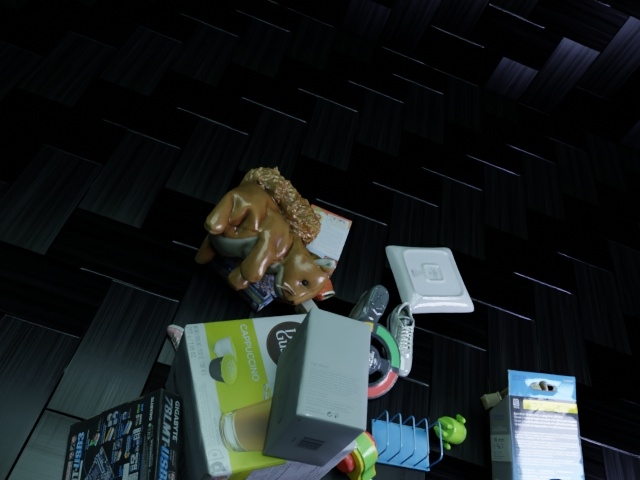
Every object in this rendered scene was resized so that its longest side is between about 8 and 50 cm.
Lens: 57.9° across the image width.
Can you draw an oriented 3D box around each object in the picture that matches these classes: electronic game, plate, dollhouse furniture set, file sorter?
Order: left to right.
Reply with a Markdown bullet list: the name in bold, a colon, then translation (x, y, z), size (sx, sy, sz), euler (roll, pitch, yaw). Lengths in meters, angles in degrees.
- **electronic game**: translation (0.133, 0.348, 1.697), size (0.229, 0.048, 0.230), euler (6, 74, -20)
- **file sorter**: translation (0.236, 0.546, 1.588), size (0.170, 0.104, 0.118), euler (14, 48, -11)
- **plate**: translation (0.389, 0.125, 2.036), size (0.277, 0.045, 0.277), euler (2, 53, -21)
- **dollhouse furniture set**: translation (0.619, 0.523, 1.771), size (0.181, 0.101, 0.161), euler (-3, 54, -25)

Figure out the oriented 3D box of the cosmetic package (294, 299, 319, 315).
- **cosmetic package**: translation (-0.027, 0.232, 1.762), size (0.041, 0.060, 0.115), euler (-23, 63, -34)

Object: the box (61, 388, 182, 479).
- **box**: translation (-0.433, 0.501, 1.233), size (0.073, 0.293, 0.296), euler (41, 32, -43)

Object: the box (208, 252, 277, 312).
- **box**: translation (-0.219, 0.094, 1.801), size (0.233, 0.044, 0.159), euler (43, 50, 13)

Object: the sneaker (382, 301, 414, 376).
- **sneaker**: translation (0.251, 0.304, 1.798), size (0.090, 0.095, 0.235), euler (13, 52, -16)

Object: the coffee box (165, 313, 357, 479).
- **coffee box**: translation (-0.160, 0.407, 1.372), size (0.334, 0.338, 0.338), euler (-1, 54, -25)

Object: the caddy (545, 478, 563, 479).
- **caddy**: translation (0.495, 0.730, 1.419), size (0.341, 0.241, 0.179), euler (-39, 77, -4)

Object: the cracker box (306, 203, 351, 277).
- **cracker box**: translation (0.000, 0.000, 1.956), size (0.155, 0.067, 0.232), euler (24, 47, -1)

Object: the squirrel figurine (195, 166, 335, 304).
- **squirrel figurine**: translation (-0.118, -0.011, 1.710), size (0.370, 0.281, 0.397), euler (32, 54, -2)

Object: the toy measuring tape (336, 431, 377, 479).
- **toy measuring tape**: translation (0.128, 0.597, 1.494), size (0.121, 0.121, 0.330), euler (-25, 66, -36)

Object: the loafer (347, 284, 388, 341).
- **loafer**: translation (0.124, 0.256, 1.802), size (0.096, 0.084, 0.268), euler (46, 60, -19)

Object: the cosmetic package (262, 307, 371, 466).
- **cosmetic package**: translation (-0.006, 0.295, 1.151), size (0.138, 0.224, 0.225), euler (17, 49, -12)

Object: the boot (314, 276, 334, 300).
- **boot**: translation (-0.027, 0.156, 1.827), size (0.157, 0.059, 0.085), euler (-10, 62, -30)

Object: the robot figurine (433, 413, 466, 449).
- **robot figurine**: translation (0.373, 0.544, 1.657), size (0.115, 0.101, 0.067), euler (33, -6, -41)

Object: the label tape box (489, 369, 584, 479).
- **label tape box**: translation (0.622, 0.559, 1.675), size (0.240, 0.106, 0.334), euler (10, 69, -16)

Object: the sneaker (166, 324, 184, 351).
- **sneaker**: translation (-0.377, 0.289, 1.570), size (0.134, 0.051, 0.070), euler (39, 43, 4)
